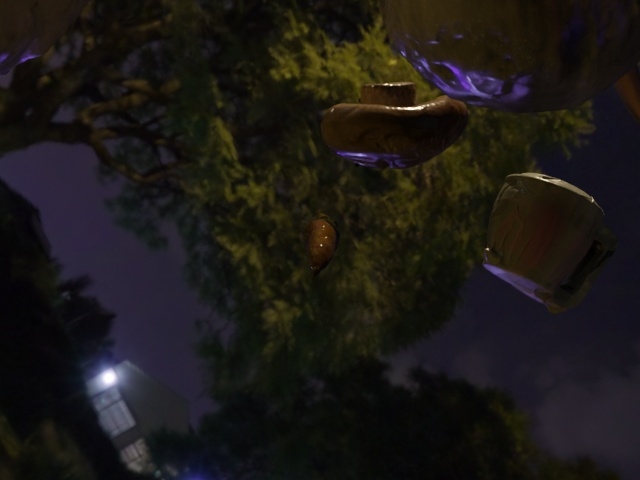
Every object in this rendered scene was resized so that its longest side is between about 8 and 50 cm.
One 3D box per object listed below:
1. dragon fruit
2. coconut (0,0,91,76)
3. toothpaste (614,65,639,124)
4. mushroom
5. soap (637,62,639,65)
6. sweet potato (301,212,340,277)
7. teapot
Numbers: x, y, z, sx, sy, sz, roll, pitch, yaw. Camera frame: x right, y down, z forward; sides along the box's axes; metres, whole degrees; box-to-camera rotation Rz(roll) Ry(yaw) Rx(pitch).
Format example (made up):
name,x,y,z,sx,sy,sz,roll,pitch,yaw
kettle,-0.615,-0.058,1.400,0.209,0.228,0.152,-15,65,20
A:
name,x,y,z,sx,sy,sz,roll,pitch,yaw
dragon fruit,0.198,-0.207,0.701,0.221,0.282,0.204,75,1,-52
coconut,-0.257,-0.218,0.328,0.309,0.297,0.297,33,-33,27
toothpaste,0.343,-0.206,0.905,0.194,0.042,0.067,57,14,-26
mushroom,0.154,-0.201,1.358,0.151,0.285,0.156,-173,-104,-66
soap,0.503,-0.336,1.457,0.064,0.183,0.121,58,16,-23
sweet potato,0.000,0.000,1.236,0.274,0.067,0.067,-77,144,-75
teapot,0.353,0.007,1.264,0.163,0.178,0.221,23,-5,38
